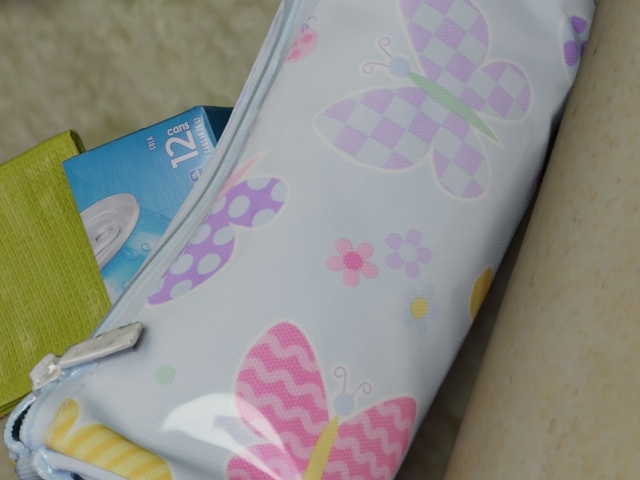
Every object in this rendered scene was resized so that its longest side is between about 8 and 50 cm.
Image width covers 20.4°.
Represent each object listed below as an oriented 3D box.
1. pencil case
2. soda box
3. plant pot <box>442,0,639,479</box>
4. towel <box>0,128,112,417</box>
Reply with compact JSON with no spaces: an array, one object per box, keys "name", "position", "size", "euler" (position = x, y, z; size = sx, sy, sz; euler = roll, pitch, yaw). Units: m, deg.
[{"name":"pencil case","position":[0.000,0.000,0.640],"size":[0.124,0.113,0.273],"euler":[30,67,-1]},{"name":"soda box","position":[-0.031,0.053,0.730],"size":[0.067,0.071,0.210],"euler":[-21,88,15]},{"name":"plant pot","position":[0.174,0.079,0.573],"size":[0.334,0.334,0.305],"euler":[11,85,14]},{"name":"towel","position":[-0.191,0.046,0.798],"size":[0.237,0.021,0.102],"euler":[-26,87,14]}]
